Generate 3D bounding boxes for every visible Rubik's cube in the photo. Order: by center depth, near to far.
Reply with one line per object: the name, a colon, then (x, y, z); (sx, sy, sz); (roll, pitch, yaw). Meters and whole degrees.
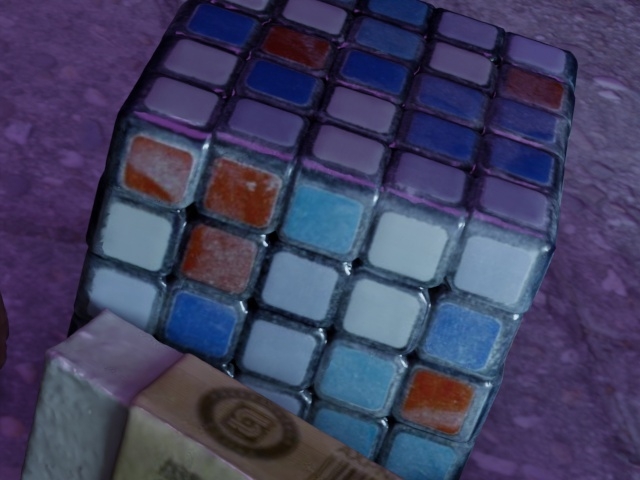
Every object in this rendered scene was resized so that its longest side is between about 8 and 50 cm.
Rubik's cube: (0.000, 0.000, 1.221); (0.286, 0.292, 0.293); (18, 35, 1)

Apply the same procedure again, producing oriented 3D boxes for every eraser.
eraser: (-0.029, 0.186, 1.071); (0.343, 0.144, 0.078); (30, 37, 15)

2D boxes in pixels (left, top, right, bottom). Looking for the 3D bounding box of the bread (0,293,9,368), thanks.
bread: (-0.355, 0.013, 1.118); (0.314, 0.192, 0.171); (14, 33, -6)
